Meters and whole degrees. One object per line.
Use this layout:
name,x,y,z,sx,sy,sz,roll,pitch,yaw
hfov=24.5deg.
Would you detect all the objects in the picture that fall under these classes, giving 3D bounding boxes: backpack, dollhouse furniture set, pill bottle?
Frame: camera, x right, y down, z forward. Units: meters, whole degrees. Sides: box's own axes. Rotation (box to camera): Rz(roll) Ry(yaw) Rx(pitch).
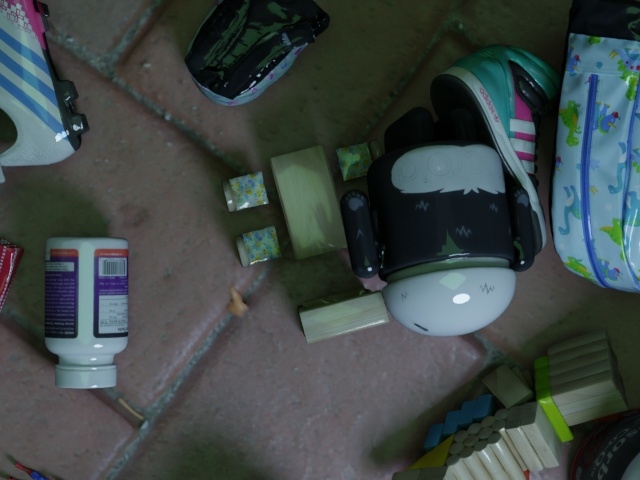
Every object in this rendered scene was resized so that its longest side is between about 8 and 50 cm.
backpack,0.413,-0.108,1.888,0.273,0.290,0.355,25,100,31
dollhouse furniture set,0.000,0.000,1.911,0.212,0.161,0.242,-15,90,-4
backpack,-0.091,-0.259,1.932,0.152,0.115,0.182,40,88,9
pill bottle,0.450,0.328,1.835,0.210,0.363,0.210,0,89,-4
pill bottle,-0.304,0.092,1.917,0.108,0.108,0.193,1,89,-4

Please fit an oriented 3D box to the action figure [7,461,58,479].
action figure,-0.356,0.332,1.952,0.115,0.030,0.038,26,83,-5

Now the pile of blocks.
pile of blocks,0.254,0.262,1.955,0.362,0.149,0.112,-32,120,-1

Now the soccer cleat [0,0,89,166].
soccer cleat,-0.413,-0.253,1.910,0.143,0.116,0.331,-18,91,-4

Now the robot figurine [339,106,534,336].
robot figurine,0.147,-0.020,1.818,0.209,0.173,0.278,-10,77,16

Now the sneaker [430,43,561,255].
sneaker,0.263,-0.138,1.955,0.178,0.124,0.295,-43,123,-30

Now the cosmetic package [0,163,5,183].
cosmetic package,-0.553,-0.217,1.838,0.155,0.197,0.365,-18,87,38

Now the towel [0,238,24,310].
towel,-0.553,0.051,1.941,0.275,0.031,0.199,21,89,-3
